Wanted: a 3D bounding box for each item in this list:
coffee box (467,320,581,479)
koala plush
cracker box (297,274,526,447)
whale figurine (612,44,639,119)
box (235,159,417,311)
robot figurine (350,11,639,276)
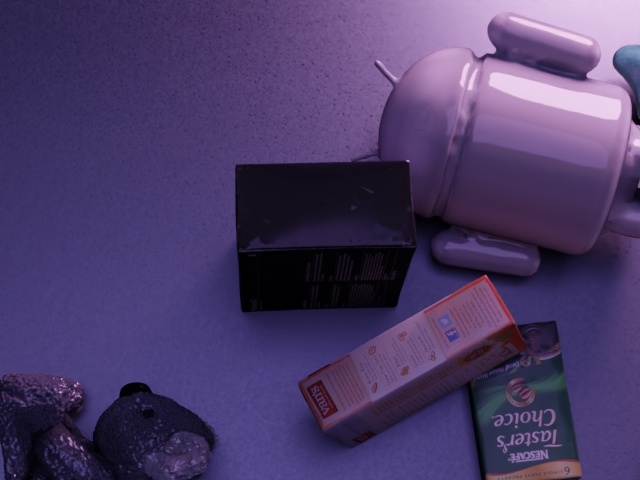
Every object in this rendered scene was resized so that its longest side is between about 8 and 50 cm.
[{"bbox_3d":[0.227,0.188,1.757,0.113,0.040,0.184,-5,74,-3],"label":"coffee box"},{"bbox_3d":[-0.219,0.232,1.664,0.221,0.196,0.203,-7,86,-4],"label":"koala plush"},{"bbox_3d":[0.103,0.135,1.683,0.232,0.156,0.067,-30,72,3],"label":"cracker box"},{"bbox_3d":[0.489,-0.234,1.835,0.272,0.141,0.216,-20,76,-7],"label":"whale figurine"},{"bbox_3d":[0.000,0.000,1.689,0.184,0.261,0.103,-4,74,-3],"label":"box"},{"bbox_3d":[0.218,-0.102,1.758,0.353,0.200,0.300,15,103,2],"label":"robot figurine"}]
